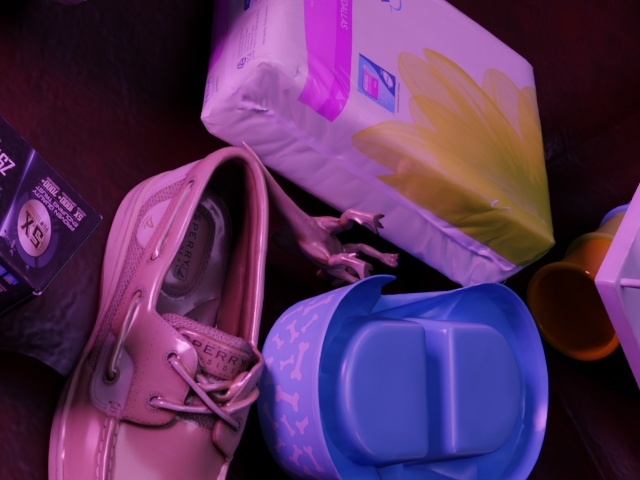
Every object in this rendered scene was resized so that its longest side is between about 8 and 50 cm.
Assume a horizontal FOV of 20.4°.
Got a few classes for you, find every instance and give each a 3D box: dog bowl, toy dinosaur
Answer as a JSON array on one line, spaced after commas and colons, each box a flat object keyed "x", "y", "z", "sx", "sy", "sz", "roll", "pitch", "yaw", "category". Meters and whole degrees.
[{"x": 0.064, "y": 0.113, "z": 1.334, "sx": 0.297, "sy": 0.074, "sz": 0.166, "roll": 4, "pitch": 82, "yaw": -51, "category": "dog bowl"}, {"x": 0.000, "y": 0.000, "z": 1.332, "sx": 0.183, "sy": 0.093, "sz": 0.053, "roll": 55, "pitch": 51, "yaw": -51, "category": "toy dinosaur"}]

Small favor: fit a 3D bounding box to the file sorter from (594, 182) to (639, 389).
[{"x": 0.378, "y": 0.063, "z": 1.506, "sx": 0.193, "sy": 0.173, "sz": 0.277, "roll": -59, "pitch": 138, "yaw": -32, "category": "file sorter"}]

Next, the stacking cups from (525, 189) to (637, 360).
[{"x": 0.308, "y": -0.001, "z": 1.613, "sx": 0.316, "sy": 0.096, "sz": 0.096, "roll": -34, "pitch": 94, "yaw": -43, "category": "stacking cups"}]

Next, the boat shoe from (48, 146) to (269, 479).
[{"x": -0.102, "y": 0.091, "z": 1.227, "sx": 0.122, "sy": 0.110, "sz": 0.341, "roll": 21, "pitch": 60, "yaw": -31, "category": "boat shoe"}]

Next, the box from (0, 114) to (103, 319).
[{"x": -0.255, "y": -0.030, "z": 1.132, "sx": 0.180, "sy": 0.147, "sz": 0.077, "roll": 47, "pitch": 50, "yaw": -15, "category": "box"}]

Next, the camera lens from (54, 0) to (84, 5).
[{"x": -0.244, "y": -0.310, "z": 1.209, "sx": 0.274, "sy": 0.219, "sz": 0.219, "roll": 27, "pitch": 57, "yaw": -28, "category": "camera lens"}]

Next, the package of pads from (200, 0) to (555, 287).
[{"x": 0.048, "y": -0.119, "z": 1.411, "sx": 0.296, "sy": 0.101, "sz": 0.229, "roll": 32, "pitch": 37, "yaw": -26, "category": "package of pads"}]
